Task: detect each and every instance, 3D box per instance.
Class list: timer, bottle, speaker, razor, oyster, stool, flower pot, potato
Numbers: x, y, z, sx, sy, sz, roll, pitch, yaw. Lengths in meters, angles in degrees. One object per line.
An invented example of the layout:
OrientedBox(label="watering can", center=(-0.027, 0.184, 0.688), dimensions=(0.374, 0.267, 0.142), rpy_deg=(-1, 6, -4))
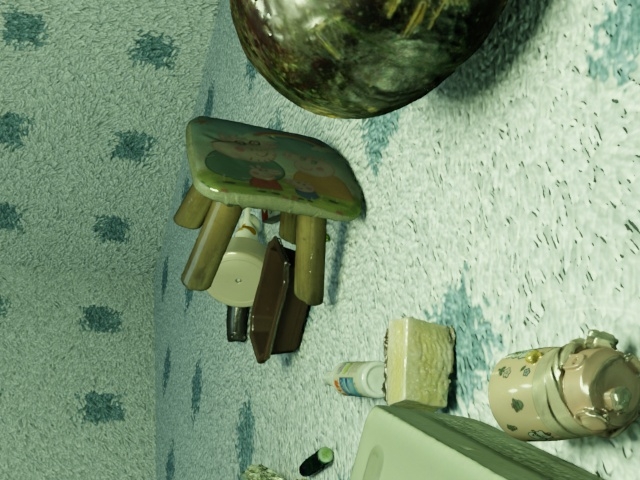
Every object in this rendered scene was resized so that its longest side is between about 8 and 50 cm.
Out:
OrientedBox(label="timer", center=(-0.188, 0.013, 1.990), dimensions=(0.266, 0.175, 0.175), rpy_deg=(-87, 15, -51))
OrientedBox(label="bottle", center=(0.053, 0.223, 1.307), dimensions=(0.217, 0.060, 0.060), rpy_deg=(159, 117, -70))
OrientedBox(label="speaker", center=(0.160, 0.294, 0.783), dimensions=(0.406, 0.183, 0.184), rpy_deg=(-176, 98, -71))
OrientedBox(label="razor", center=(-0.220, 0.197, 2.138), dimensions=(0.090, 0.054, 0.148), rpy_deg=(174, 103, -75))
OrientedBox(label="oyster", center=(-0.120, 0.521, 1.672), dimensions=(0.199, 0.087, 0.252), rpy_deg=(-122, 34, -48))
OrientedBox(label="stool", center=(-0.113, -0.062, 1.493), dimensions=(0.310, 0.311, 0.226), rpy_deg=(-109, 34, -56))
OrientedBox(label="flower pot", center=(-0.076, 0.128, 1.687), dimensions=(0.179, 0.084, 0.250), rpy_deg=(-117, 39, -60))
OrientedBox(label="potato", center=(0.130, 0.164, 1.059), dimensions=(0.061, 0.086, 0.122), rpy_deg=(129, 150, -62))
OrientedBox(label="bottle", center=(0.235, 0.138, 0.749), dimensions=(0.152, 0.099, 0.098), rpy_deg=(147, 127, -61))

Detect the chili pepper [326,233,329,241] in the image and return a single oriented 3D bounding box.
OrientedBox(label="chili pepper", center=(-0.001, 0.000, 1.609), dimensions=(0.083, 0.017, 0.030), rpy_deg=(157, 120, -70))

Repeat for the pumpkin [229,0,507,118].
OrientedBox(label="pumpkin", center=(0.073, -0.370, 1.010), dimensions=(0.454, 0.344, 0.454), rpy_deg=(-160, 90, -81))

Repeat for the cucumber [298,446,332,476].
OrientedBox(label="cucumber", center=(-0.012, 0.408, 1.477), dimensions=(0.133, 0.032, 0.032), rpy_deg=(124, 148, -56))

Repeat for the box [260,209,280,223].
OrientedBox(label="box", center=(-0.100, -0.106, 1.918), dimensions=(0.177, 0.036, 0.115), rpy_deg=(161, 113, -69))

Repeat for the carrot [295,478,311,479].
OrientedBox(label="carrot", center=(-0.011, 0.521, 1.396), dimensions=(0.228, 0.069, 0.069), rpy_deg=(-104, 28, -49))
